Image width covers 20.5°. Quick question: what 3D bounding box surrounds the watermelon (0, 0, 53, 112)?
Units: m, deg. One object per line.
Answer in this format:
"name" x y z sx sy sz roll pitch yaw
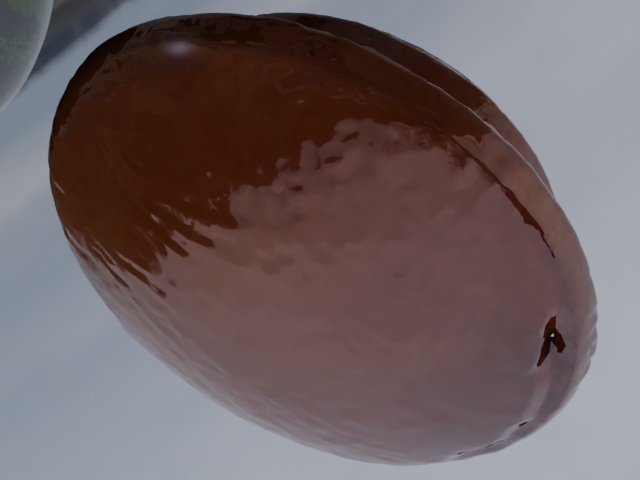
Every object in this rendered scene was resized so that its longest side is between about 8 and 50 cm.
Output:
"watermelon" -0.312 -0.177 1.227 0.269 0.269 0.269 -37 -171 7

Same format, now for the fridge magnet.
"fridge magnet" 0.000 0.000 1.089 0.363 0.363 0.155 -28 -156 50
